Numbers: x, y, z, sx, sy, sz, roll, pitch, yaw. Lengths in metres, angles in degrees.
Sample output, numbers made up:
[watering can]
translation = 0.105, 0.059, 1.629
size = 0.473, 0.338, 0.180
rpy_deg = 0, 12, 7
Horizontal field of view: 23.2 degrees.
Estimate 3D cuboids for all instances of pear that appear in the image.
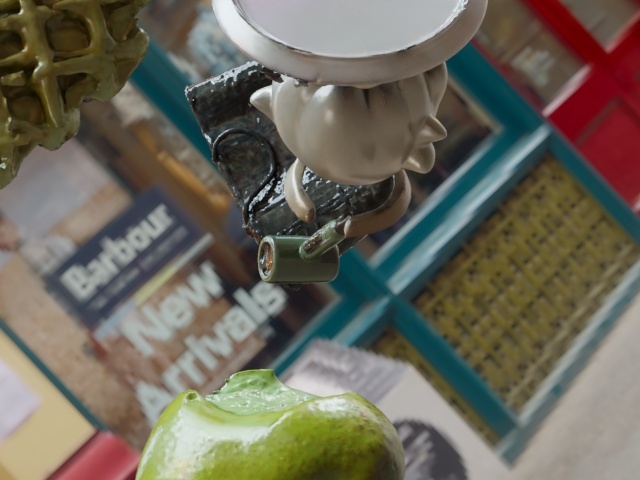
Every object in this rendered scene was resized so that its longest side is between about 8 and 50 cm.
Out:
[pear]
translation = -0.041, 0.261, 1.817
size = 0.282, 0.176, 0.286
rpy_deg = 3, 15, 41

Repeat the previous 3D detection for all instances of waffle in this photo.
[waffle]
translation = -0.282, -0.210, 1.193
size = 0.297, 0.317, 0.073
rpy_deg = -59, 5, -18

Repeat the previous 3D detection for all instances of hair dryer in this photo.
[hair dryer]
translation = 0.000, 0.000, 1.459
size = 0.071, 0.047, 0.150
rpy_deg = -1, -20, -25

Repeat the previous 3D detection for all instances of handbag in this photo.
[handbag]
translation = -0.026, -0.091, 1.675
size = 0.175, 0.270, 0.089
rpy_deg = -28, -21, -1

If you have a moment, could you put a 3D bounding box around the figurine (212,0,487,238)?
[figurine]
translation = 0.013, -0.071, 0.767
size = 0.132, 0.132, 0.154
rpy_deg = -44, -29, -31
